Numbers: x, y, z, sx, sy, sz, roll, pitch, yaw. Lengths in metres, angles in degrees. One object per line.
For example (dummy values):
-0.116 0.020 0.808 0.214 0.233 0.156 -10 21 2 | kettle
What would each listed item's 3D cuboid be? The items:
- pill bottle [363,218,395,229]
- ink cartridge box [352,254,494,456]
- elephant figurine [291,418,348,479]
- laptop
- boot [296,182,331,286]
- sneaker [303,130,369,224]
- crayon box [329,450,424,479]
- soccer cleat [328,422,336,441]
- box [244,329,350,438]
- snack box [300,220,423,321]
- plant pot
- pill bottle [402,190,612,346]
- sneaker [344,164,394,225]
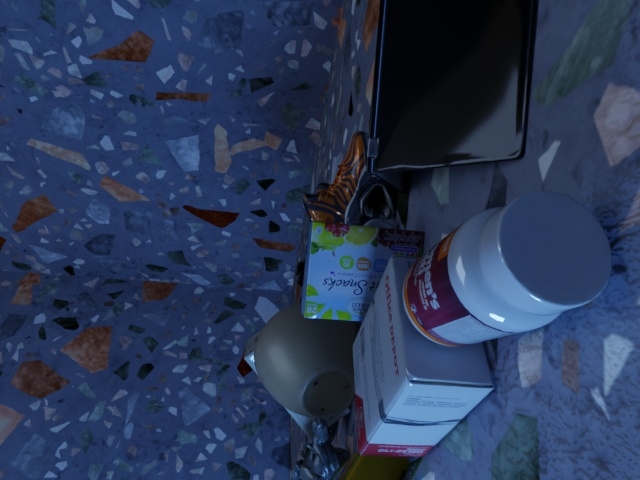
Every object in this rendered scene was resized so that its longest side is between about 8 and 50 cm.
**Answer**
0.113 0.014 1.077 0.160 0.087 0.087 118 156 -72 | pill bottle
0.133 0.182 0.715 0.273 0.114 0.197 102 170 -49 | ink cartridge box
0.009 0.578 1.197 0.169 0.186 0.239 -53 -10 -28 | elephant figurine
0.215 -0.286 0.782 0.408 0.236 0.381 6 -90 -69 | laptop
0.000 0.000 1.531 0.338 0.118 0.222 84 -151 -46 | boot
0.045 -0.152 1.342 0.124 0.180 0.321 -130 46 -79 | sneaker
0.045 0.475 0.828 0.203 0.083 0.323 -45 -14 -41 | crayon box
0.027 0.549 1.491 0.072 0.060 0.178 131 146 -75 | soccer cleat
-0.065 0.382 1.342 0.311 0.148 0.121 55 -179 -12 | box
0.075 0.059 0.877 0.070 0.207 0.174 -163 79 -82 | snack box
-0.006 0.312 1.148 0.191 0.284 0.284 -131 46 -65 | plant pot
0.173 0.038 0.486 0.221 0.121 0.121 115 158 -70 | pill bottle
0.112 -0.058 1.134 0.163 0.086 0.226 -92 11 -59 | sneaker
